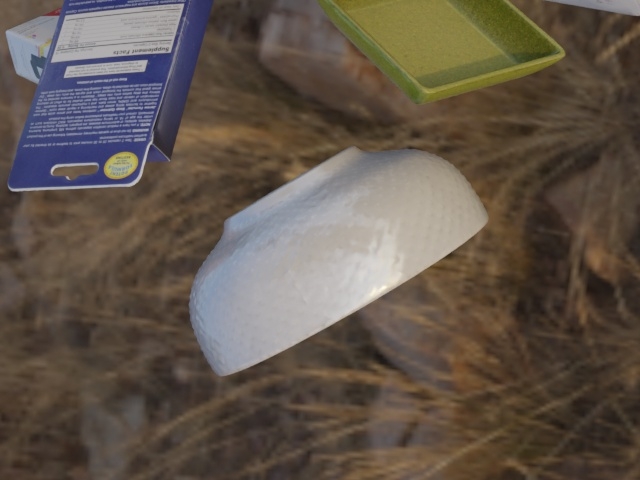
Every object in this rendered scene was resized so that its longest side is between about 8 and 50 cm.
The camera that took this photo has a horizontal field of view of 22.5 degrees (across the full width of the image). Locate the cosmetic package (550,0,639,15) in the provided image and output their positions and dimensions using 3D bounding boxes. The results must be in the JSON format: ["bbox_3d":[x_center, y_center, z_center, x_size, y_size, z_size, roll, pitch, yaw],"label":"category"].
[{"bbox_3d":[0.040,-0.326,1.165,0.453,0.161,0.230,16,81,27],"label":"cosmetic package"}]

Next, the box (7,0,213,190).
[{"bbox_3d":[-0.170,-0.134,1.331,0.136,0.036,0.225,-1,62,29],"label":"box"}]

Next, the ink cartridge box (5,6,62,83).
[{"bbox_3d":[-0.340,-0.267,2.268,0.175,0.127,0.072,26,136,46],"label":"ink cartridge box"}]

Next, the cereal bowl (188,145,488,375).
[{"bbox_3d":[0.000,0.000,1.695,0.339,0.339,0.141,-28,93,47],"label":"cereal bowl"}]

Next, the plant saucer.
[{"bbox_3d":[0.107,-0.199,1.551,0.188,0.188,0.045,48,139,30],"label":"plant saucer"}]
